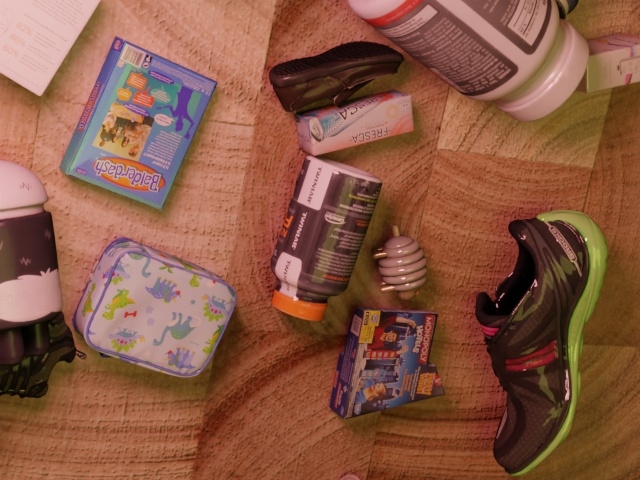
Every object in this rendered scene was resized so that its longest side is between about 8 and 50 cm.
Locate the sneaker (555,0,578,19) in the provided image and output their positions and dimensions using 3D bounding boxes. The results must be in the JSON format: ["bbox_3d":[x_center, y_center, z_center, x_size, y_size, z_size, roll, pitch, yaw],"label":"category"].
[{"bbox_3d":[0.327,-0.500,1.971,0.131,0.112,0.319,-50,124,-24],"label":"sneaker"}]

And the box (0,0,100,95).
[{"bbox_3d":[-0.397,-0.305,1.668,0.130,0.091,0.170,32,90,-30],"label":"box"}]

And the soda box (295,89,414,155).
[{"bbox_3d":[0.055,-0.187,1.948,0.183,0.058,0.062,-16,112,-22],"label":"soda box"}]

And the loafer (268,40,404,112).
[{"bbox_3d":[0.025,-0.251,1.910,0.220,0.080,0.078,-14,121,-16],"label":"loafer"}]

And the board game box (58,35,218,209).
[{"bbox_3d":[-0.265,-0.169,1.801,0.160,0.047,0.210,22,95,-30],"label":"board game box"}]

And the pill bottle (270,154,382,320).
[{"bbox_3d":[0.000,0.000,1.937,0.130,0.130,0.245,14,98,-29],"label":"pill bottle"}]

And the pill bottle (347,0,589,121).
[{"bbox_3d":[0.233,-0.344,1.899,0.363,0.210,0.210,32,90,-31],"label":"pill bottle"}]

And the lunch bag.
[{"bbox_3d":[-0.253,0.107,1.869,0.219,0.090,0.176,21,95,-30],"label":"lunch bag"}]

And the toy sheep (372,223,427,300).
[{"bbox_3d":[0.133,0.038,2.044,0.091,0.091,0.132,-20,108,-20],"label":"toy sheep"}]

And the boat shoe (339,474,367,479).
[{"bbox_3d":[0.002,0.564,2.127,0.095,0.112,0.335,38,84,-26],"label":"boat shoe"}]

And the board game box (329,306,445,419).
[{"bbox_3d":[0.128,0.206,2.106,0.194,0.060,0.194,5,104,-28],"label":"board game box"}]

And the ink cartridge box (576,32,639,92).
[{"bbox_3d":[0.497,-0.306,2.095,0.198,0.115,0.067,-14,111,-23],"label":"ink cartridge box"}]

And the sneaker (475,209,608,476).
[{"bbox_3d":[0.357,0.175,2.169,0.202,0.185,0.482,7,100,-9],"label":"sneaker"}]

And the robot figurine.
[{"bbox_3d":[-0.448,0.029,1.688,0.174,0.209,0.278,-8,96,-14],"label":"robot figurine"}]

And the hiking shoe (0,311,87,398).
[{"bbox_3d":[-0.453,0.200,1.803,0.227,0.086,0.114,-33,116,-13],"label":"hiking shoe"}]
